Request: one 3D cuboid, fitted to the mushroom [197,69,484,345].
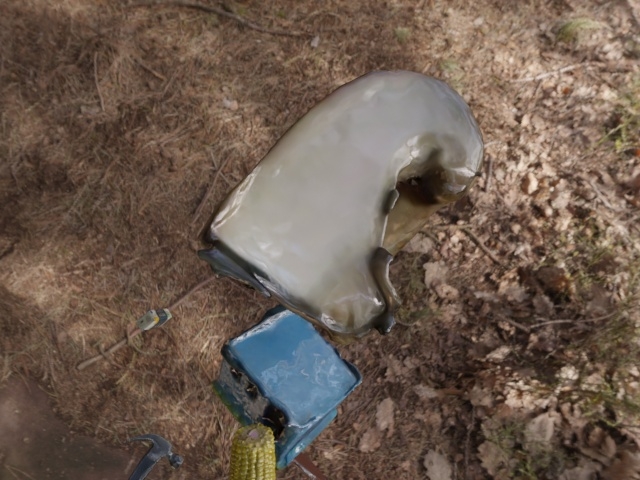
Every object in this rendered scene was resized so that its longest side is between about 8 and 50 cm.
[{"bbox_3d":[0.013,-0.028,0.638,0.224,0.397,0.314,33,78,-2],"label":"mushroom"}]

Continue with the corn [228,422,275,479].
[{"bbox_3d":[-0.116,0.443,0.755,0.081,0.081,0.248,2,92,-11],"label":"corn"}]

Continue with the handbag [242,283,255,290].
[{"bbox_3d":[0.000,0.000,0.984,0.160,0.237,0.358,50,24,26],"label":"handbag"}]

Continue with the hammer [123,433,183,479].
[{"bbox_3d":[-0.428,0.547,0.957,0.137,0.037,0.290,48,36,-9],"label":"hammer"}]

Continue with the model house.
[{"bbox_3d":[-0.095,0.326,0.959,0.237,0.303,0.215,42,45,21],"label":"model house"}]

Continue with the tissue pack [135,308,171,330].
[{"bbox_3d":[-0.483,0.229,1.304,0.062,0.083,0.042,-39,78,9],"label":"tissue pack"}]

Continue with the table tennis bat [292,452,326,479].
[{"bbox_3d":[-0.073,0.603,1.249,0.200,0.310,0.038,31,73,30],"label":"table tennis bat"}]
